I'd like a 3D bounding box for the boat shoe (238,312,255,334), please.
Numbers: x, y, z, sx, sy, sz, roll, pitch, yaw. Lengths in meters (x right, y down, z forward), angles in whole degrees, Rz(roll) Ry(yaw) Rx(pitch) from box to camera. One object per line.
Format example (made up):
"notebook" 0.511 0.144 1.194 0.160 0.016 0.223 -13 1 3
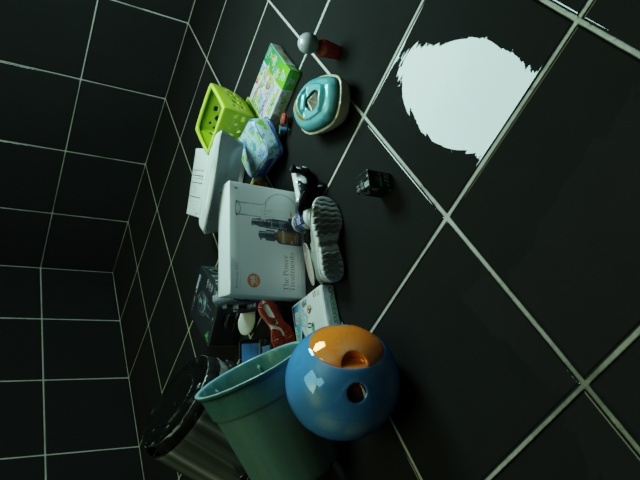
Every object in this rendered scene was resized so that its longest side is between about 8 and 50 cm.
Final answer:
"boat shoe" -0.282 0.273 2.213 0.063 0.066 0.184 58 -148 -88

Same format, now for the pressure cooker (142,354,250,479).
"pressure cooker" -0.319 0.626 1.889 0.376 0.420 0.369 -36 24 36

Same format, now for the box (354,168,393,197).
"box" 0.148 -0.156 1.577 0.062 0.083 0.052 -33 59 51

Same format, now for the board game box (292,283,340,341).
"board game box" -0.003 0.312 1.760 0.193 0.053 0.305 -42 51 48

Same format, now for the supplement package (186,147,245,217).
"supplement package" -0.449 -0.239 2.459 0.175 0.178 0.292 16 97 58

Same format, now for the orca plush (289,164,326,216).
"orca plush" -0.034 -0.180 1.847 0.287 0.102 0.151 -90 -16 -75

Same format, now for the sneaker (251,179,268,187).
"sneaker" -0.225 -0.164 2.193 0.064 0.068 0.175 -58 41 32

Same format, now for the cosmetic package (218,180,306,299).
"cosmetic package" -0.194 0.009 1.906 0.097 0.285 0.376 -24 65 55

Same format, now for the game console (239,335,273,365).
"game console" -0.232 0.425 2.075 0.124 0.085 0.143 -26 63 54

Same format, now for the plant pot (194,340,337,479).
"plant pot" -0.133 0.514 1.630 0.341 0.341 0.333 -23 91 54

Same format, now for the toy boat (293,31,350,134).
"toy boat" -0.014 -0.502 1.841 0.268 0.148 0.317 -3 82 58

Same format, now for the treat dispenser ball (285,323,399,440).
"treat dispenser ball" 0.054 0.355 1.437 0.288 0.289 0.287 -16 71 56

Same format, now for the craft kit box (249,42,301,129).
"craft kit box" -0.182 -0.599 2.220 0.249 0.061 0.246 -63 40 30

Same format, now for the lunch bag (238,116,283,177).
"lunch bag" -0.233 -0.350 2.180 0.176 0.090 0.219 65 147 14

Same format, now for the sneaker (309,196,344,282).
"sneaker" 0.000 0.000 1.767 0.115 0.105 0.281 -33 54 58

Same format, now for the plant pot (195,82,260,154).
"plant pot" -0.365 -0.480 2.345 0.227 0.207 0.228 -62 37 29

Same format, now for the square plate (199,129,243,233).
"square plate" -0.354 -0.199 2.022 0.344 0.049 0.346 -32 -46 -86

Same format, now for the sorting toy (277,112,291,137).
"sorting toy" -0.132 -0.424 2.127 0.061 0.042 0.101 -98 19 -50

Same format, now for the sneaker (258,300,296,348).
"sneaker" -0.133 0.302 1.971 0.128 0.087 0.221 37 -150 -80

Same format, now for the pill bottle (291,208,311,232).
"pill bottle" -0.038 -0.069 1.875 0.120 0.067 0.066 -21 66 55

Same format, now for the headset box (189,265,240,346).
"headset box" -0.419 0.273 2.360 0.283 0.131 0.246 40 118 53

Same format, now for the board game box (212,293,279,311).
"board game box" -0.285 0.226 2.078 0.194 0.194 0.060 -21 67 50

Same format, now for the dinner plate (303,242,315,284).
"dinner plate" -0.032 0.076 1.845 0.141 0.017 0.141 170 90 -81
